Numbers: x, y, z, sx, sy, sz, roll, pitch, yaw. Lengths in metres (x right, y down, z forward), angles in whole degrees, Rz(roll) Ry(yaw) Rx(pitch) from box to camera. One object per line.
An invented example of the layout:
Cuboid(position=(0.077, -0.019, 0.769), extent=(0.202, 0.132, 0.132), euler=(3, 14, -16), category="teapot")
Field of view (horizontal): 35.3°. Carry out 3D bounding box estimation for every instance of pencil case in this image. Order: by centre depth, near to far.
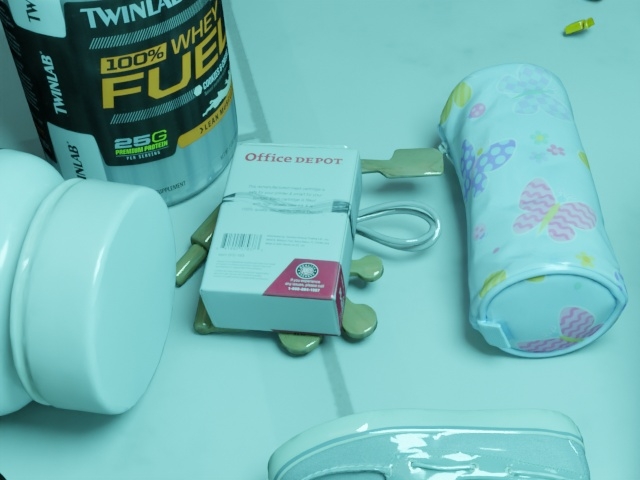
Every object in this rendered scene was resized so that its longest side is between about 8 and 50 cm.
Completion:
Cuboid(position=(0.173, -0.034, 0.860), extent=(0.124, 0.113, 0.273), euler=(-7, 46, 4), category="pencil case")

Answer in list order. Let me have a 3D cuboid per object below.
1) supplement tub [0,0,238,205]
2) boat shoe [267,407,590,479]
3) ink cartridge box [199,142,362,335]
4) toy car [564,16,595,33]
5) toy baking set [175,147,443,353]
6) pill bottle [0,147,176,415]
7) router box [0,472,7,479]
Cuboid(position=(-0.182, -0.196, 0.897), extent=(0.194, 0.316, 0.193), euler=(-2, 47, 2), category="supplement tub")
Cuboid(position=(0.078, 0.169, 0.697), extent=(0.228, 0.079, 0.081), euler=(-4, 42, -4), category="boat shoe")
Cuboid(position=(-0.028, -0.004, 0.834), extent=(0.109, 0.063, 0.150), euler=(3, 56, 11), category="ink cartridge box")
Cuboid(position=(0.288, -0.279, 1.127), extent=(0.040, 0.060, 0.122), euler=(-11, 29, 39), category="toy car")
Cuboid(position=(-0.006, -0.002, 0.888), extent=(0.197, 0.030, 0.256), euler=(24, 62, 22), category="toy baking set")
Cuboid(position=(-0.310, 0.025, 0.774), extent=(0.361, 0.204, 0.204), euler=(7, 47, 10), category="pill bottle")
Cuboid(position=(-0.305, 0.193, 0.595), extent=(0.309, 0.243, 0.081), euler=(35, 17, 30), category="router box")
